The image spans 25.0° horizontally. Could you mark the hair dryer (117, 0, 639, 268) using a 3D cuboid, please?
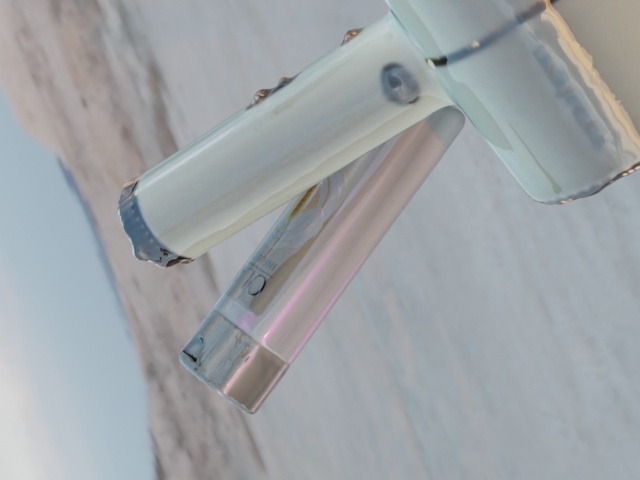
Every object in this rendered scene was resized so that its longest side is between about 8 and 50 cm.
[{"bbox_3d":[0.013,-0.078,0.787,0.203,0.362,0.128,52,-152,-15],"label":"hair dryer"}]

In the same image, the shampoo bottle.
[{"bbox_3d":[0.000,0.000,0.907,0.056,0.227,0.086,38,177,-23],"label":"shampoo bottle"}]
